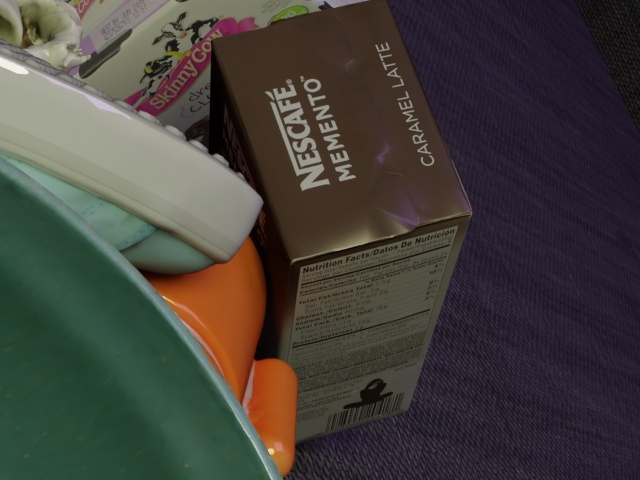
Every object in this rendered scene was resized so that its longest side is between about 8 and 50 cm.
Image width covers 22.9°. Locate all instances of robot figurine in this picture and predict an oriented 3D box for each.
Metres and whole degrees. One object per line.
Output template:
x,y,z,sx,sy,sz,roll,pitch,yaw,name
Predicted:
-0.096,0.052,0.746,0.158,0.128,0.219,61,19,-23,robot figurine

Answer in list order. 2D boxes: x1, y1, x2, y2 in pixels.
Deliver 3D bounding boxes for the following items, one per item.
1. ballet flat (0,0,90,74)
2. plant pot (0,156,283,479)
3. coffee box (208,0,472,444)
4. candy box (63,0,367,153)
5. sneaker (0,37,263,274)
-0.256,-0.148,0.657,0.409,0.147,0.147,31,35,-48,ballet flat
-0.149,0.133,0.434,0.293,0.196,0.293,46,25,-28,plant pot
0.000,0.000,0.882,0.246,0.098,0.141,98,-26,-60,coffee box
-0.065,-0.121,0.977,0.196,0.165,0.070,23,40,-55,candy box
-0.193,-0.026,0.607,0.366,0.150,0.135,20,7,-35,sneaker
